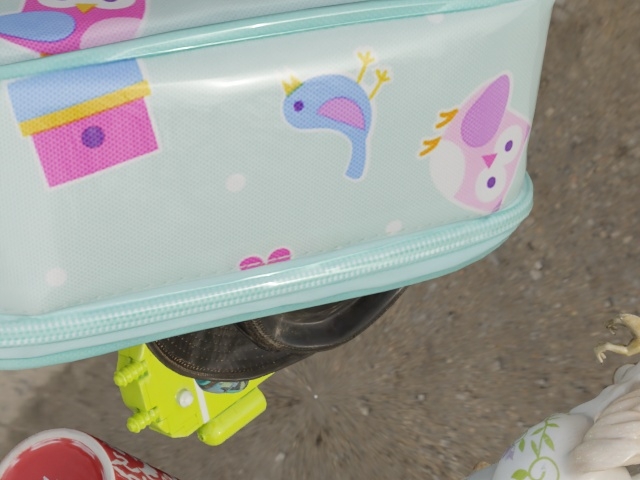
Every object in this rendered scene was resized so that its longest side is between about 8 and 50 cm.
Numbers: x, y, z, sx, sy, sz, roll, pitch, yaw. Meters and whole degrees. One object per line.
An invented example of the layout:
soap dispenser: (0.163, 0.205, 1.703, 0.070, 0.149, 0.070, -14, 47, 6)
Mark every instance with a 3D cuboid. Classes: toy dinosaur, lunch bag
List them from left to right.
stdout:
lunch bag: (-0.076, -0.073, 0.447, 0.224, 0.279, 0.108, -15, 122, -22)
toy dinosaur: (0.322, 0.094, 1.331, 0.183, 0.092, 0.053, 29, 59, -36)

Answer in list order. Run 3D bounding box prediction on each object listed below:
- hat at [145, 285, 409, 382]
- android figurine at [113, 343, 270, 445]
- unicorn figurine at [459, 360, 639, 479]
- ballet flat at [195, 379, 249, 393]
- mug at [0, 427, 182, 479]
hat: (0.000, 0.000, 1.111, 0.331, 0.134, 0.331, -16, 120, -30)
android figurine: (-0.136, 0.123, 1.564, 0.056, 0.273, 0.248, 12, 122, 39)
unicorn figurine: (0.053, 0.094, 0.403, 0.060, 0.111, 0.162, 37, 121, 20)
ballet flat: (-0.107, 0.073, 1.347, 0.070, 0.070, 0.188, -9, 60, -1)
mug: (-0.153, 0.191, 0.872, 0.150, 0.169, 0.113, -1, 66, 20)
